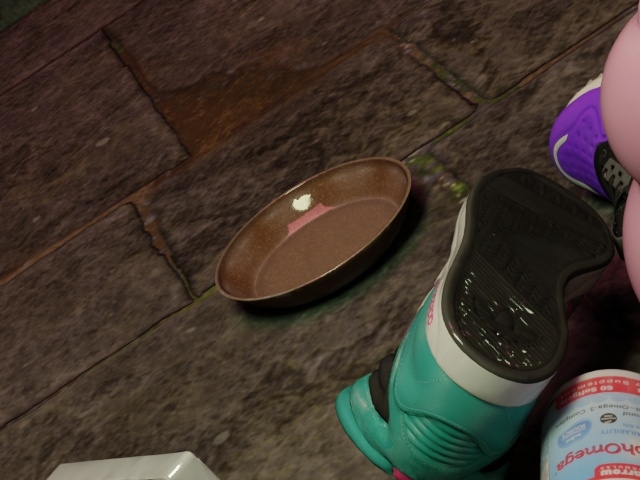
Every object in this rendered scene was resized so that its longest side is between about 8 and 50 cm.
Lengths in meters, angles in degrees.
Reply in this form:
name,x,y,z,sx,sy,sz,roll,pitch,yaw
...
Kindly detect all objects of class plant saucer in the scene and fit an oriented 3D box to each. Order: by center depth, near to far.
name,x,y,z,sx,sy,sz,roll,pitch,yaw
plant saucer,0.000,0.000,1.559,0.198,0.036,0.198,-26,24,13

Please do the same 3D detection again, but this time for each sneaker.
name,x,y,z,sx,sy,sz,roll,pitch,yaw
sneaker,0.101,0.077,1.165,0.178,0.124,0.295,-59,-4,29
sneaker,0.244,-0.042,1.265,0.146,0.102,0.293,-44,27,-22

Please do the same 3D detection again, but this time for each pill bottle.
name,x,y,z,sx,sy,sz,roll,pitch,yaw
pill bottle,0.169,0.152,1.009,0.087,0.087,0.160,-24,26,19

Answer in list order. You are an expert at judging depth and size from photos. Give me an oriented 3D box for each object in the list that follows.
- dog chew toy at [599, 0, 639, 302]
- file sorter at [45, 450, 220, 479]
name,x,y,z,sx,sy,sz,roll,pitch,yaw
dog chew toy,0.249,0.005,0.891,0.206,0.332,0.206,-26,26,13
file sorter,-0.099,0.245,0.950,0.173,0.193,0.277,-47,10,-21
